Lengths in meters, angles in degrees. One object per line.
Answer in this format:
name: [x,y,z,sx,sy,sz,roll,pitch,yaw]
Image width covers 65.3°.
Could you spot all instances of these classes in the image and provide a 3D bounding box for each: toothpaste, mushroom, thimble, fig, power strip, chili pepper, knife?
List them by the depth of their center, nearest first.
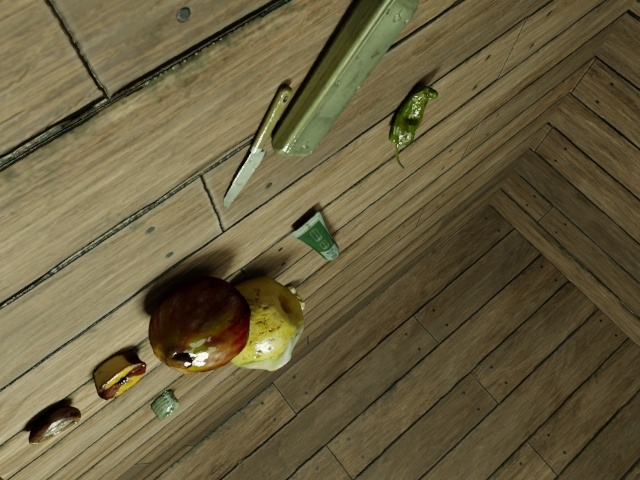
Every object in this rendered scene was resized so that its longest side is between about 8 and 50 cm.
power strip: [0.040,-0.297,0.850,0.092,0.066,0.387,-14,151,-54]
knife: [-0.119,-0.158,0.916,0.047,0.017,0.298,-30,160,-52]
fig: [-0.274,0.197,1.142,0.224,0.224,0.263,-44,159,10]
mushroom: [-0.641,0.440,1.200,0.123,0.052,0.123,-31,165,-9]
chili pepper: [0.209,-0.286,1.226,0.072,0.073,0.204,3,125,-42]
toothpaste: [0.000,0.000,1.502,0.099,0.061,0.392,-41,160,0]
thimble: [-0.536,0.571,1.734,0.084,0.062,0.110,-21,154,-51]

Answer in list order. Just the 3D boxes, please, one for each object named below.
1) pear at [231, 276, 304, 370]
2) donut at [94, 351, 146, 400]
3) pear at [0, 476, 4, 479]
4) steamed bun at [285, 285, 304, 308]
pear: [-0.184,0.234,1.407,0.271,0.271,0.271,-37,163,-14]
donut: [-0.497,0.330,1.228,0.140,0.059,0.140,-37,162,-14]
pear: [-0.740,0.578,0.950,0.294,0.294,0.294,-37,163,-14]
steamed bun: [-0.145,0.261,1.745,0.177,0.106,0.192,-30,161,-30]
